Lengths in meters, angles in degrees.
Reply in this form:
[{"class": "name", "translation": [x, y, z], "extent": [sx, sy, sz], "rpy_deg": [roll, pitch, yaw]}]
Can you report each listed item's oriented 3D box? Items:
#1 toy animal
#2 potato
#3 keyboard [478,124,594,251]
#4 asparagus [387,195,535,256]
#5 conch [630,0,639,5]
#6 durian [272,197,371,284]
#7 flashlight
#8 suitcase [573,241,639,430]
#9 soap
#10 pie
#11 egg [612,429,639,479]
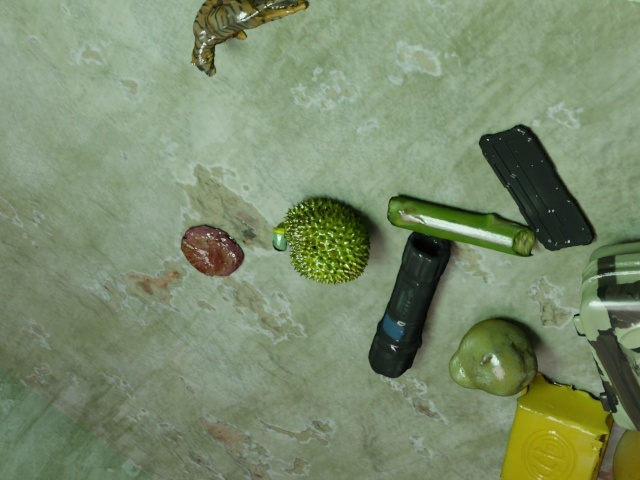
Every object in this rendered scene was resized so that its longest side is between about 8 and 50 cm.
[{"class": "toy animal", "translation": [-0.123, -0.374, 1.554], "extent": [0.255, 0.116, 0.114], "rpy_deg": [-16, 123, 43]}, {"class": "potato", "translation": [0.336, 0.240, 1.878], "extent": [0.157, 0.157, 0.194], "rpy_deg": [43, 140, -13]}, {"class": "keyboard", "translation": [0.367, -0.084, 1.609], "extent": [0.106, 0.016, 0.262], "rpy_deg": [-14, 122, 43]}, {"class": "asparagus", "translation": [0.251, -0.026, 1.719], "extent": [0.277, 0.060, 0.067], "rpy_deg": [13, 128, 22]}, {"class": "conch", "translation": [0.406, -0.375, 1.196], "extent": [0.135, 0.102, 0.153], "rpy_deg": [17, 108, 36]}, {"class": "durian", "translation": [0.014, -0.005, 1.837], "extent": [0.198, 0.159, 0.146], "rpy_deg": [51, 142, 33]}, {"class": "flashlight", "translation": [0.177, 0.131, 1.923], "extent": [0.103, 0.103, 0.424], "rpy_deg": [24, 140, 11]}, {"class": "suitcase", "translation": [0.619, 0.155, 1.557], "extent": [0.339, 0.194, 0.351], "rpy_deg": [-7, 127, 31]}, {"class": "soap", "translation": [0.502, 0.432, 2.013], "extent": [0.204, 0.096, 0.324], "rpy_deg": [18, 140, 19]}, {"class": "pie", "translation": [-0.247, 0.026, 2.140], "extent": [0.153, 0.038, 0.153], "rpy_deg": [17, 138, 16]}, {"class": "egg", "translation": [0.707, 0.419, 1.706], "extent": [0.351, 0.283, 0.282], "rpy_deg": [-15, 123, 31]}]
